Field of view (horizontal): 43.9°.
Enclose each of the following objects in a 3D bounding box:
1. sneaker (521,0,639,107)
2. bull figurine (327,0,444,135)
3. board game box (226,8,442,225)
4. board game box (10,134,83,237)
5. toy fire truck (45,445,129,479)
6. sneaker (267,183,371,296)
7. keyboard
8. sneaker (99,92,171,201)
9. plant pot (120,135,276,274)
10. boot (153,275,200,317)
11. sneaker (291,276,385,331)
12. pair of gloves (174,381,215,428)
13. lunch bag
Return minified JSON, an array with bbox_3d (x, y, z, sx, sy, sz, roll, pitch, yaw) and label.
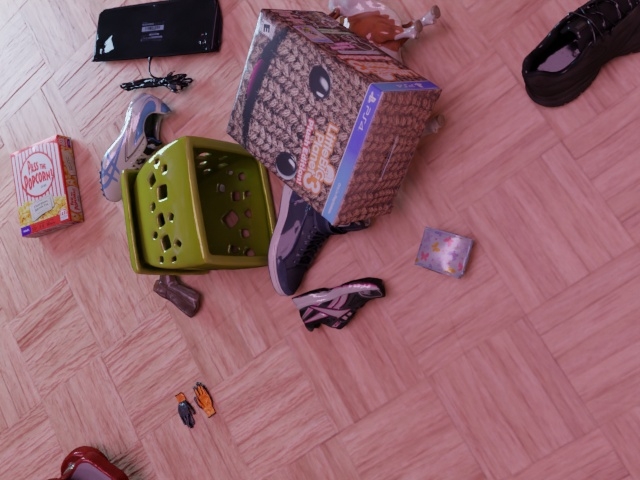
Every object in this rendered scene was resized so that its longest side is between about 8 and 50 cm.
[{"bbox_3d":[0.420,-0.315,1.178,0.286,0.130,0.109,-44,67,17],"label":"sneaker"},{"bbox_3d":[0.105,-0.305,1.344,0.188,0.101,0.311,-1,97,42],"label":"bull figurine"},{"bbox_3d":[0.010,-0.205,1.282,0.291,0.141,0.232,41,126,32],"label":"board game box"},{"bbox_3d":[-0.599,-0.116,1.737,0.146,0.045,0.194,-17,80,25],"label":"board game box"},{"bbox_3d":[-0.461,0.577,1.581,0.254,0.169,0.302,36,105,0],"label":"toy fire truck"},{"bbox_3d":[-0.001,-0.001,1.393,0.163,0.086,0.226,12,95,33],"label":"sneaker"},{"bbox_3d":[-0.341,-0.393,1.630,0.317,0.033,0.202,3,82,28],"label":"keyboard"},{"bbox_3d":[-0.376,-0.180,1.608,0.086,0.085,0.237,29,104,18],"label":"sneaker"},{"bbox_3d":[-0.230,-0.047,1.449,0.207,0.227,0.228,-14,81,32],"label":"plant pot"},{"bbox_3d":[-0.272,0.084,1.562,0.114,0.037,0.106,30,114,29],"label":"boot"},{"bbox_3d":[0.040,0.115,1.393,0.178,0.072,0.077,-15,92,34],"label":"sneaker"},{"bbox_3d":[-0.247,0.321,1.550,0.083,0.010,0.074,-33,73,23],"label":"pair of gloves"},{"bbox_3d":[0.208,0.021,1.311,0.083,0.053,0.071,16,92,37],"label":"lunch bag"}]
